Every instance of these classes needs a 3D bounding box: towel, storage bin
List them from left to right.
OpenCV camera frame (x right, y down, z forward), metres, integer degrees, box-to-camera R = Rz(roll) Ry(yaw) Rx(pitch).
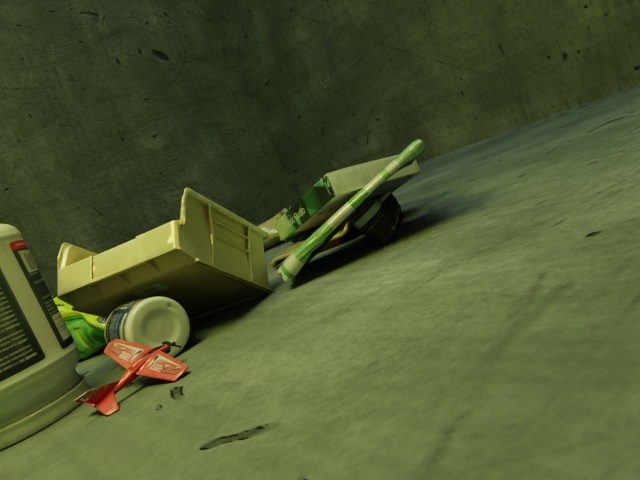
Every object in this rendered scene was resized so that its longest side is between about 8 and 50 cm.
[{"bbox_3d":[-0.260,0.045,0.946,0.262,0.123,0.260,-20,-25,20],"label":"storage bin"},{"bbox_3d":[0.057,-0.055,1.014,0.325,0.038,0.248,-42,0,6],"label":"towel"}]

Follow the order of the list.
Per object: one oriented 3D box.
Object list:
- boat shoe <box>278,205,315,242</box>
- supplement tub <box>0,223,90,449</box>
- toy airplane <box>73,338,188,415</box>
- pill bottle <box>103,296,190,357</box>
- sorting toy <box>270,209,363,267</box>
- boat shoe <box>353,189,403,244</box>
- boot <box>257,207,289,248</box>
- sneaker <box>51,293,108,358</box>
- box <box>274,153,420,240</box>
[{"bbox_3d":[-0.073,-0.044,1.572,0.089,0.109,0.258,-27,5,-6],"label":"boat shoe"},{"bbox_3d":[-0.458,0.131,0.754,0.191,0.272,0.191,-23,6,3],"label":"supplement tub"},{"bbox_3d":[-0.239,0.170,0.694,0.151,0.028,0.151,-6,22,2],"label":"toy airplane"},{"bbox_3d":[-0.278,0.139,0.852,0.094,0.094,0.169,-28,8,-37],"label":"pill bottle"},{"bbox_3d":[0.000,0.000,1.293,0.208,0.038,0.193,-25,5,19],"label":"sorting toy"},{"bbox_3d":[0.121,-0.043,1.071,0.081,0.069,0.228,-46,-2,20],"label":"boat shoe"},{"bbox_3d":[-0.179,-0.023,1.820,0.204,0.095,0.262,-25,11,-9],"label":"boot"},{"bbox_3d":[-0.458,0.174,1.118,0.296,0.123,0.109,1,29,26],"label":"sneaker"},{"bbox_3d":[0.052,-0.096,1.283,0.232,0.058,0.322,-18,-10,-29],"label":"box"}]
